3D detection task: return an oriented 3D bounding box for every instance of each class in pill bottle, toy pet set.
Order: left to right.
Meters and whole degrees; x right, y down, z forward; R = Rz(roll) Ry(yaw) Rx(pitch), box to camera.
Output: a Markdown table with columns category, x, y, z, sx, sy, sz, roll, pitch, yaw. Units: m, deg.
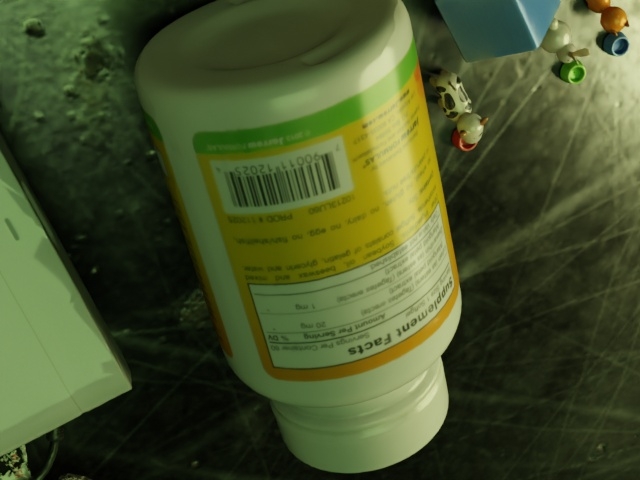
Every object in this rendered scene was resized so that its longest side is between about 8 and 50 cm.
| category | x | y | z | sx | sy | sz | roll | pitch | yaw |
| --- | --- | --- | --- | --- | --- | --- | --- | --- | --- |
| pill bottle | 0.000 | 0.000 | 0.620 | 0.136 | 0.136 | 0.246 | -20 | 122 | -9 |
| toy pet set | 0.118 | -0.109 | 0.644 | 0.122 | 0.065 | 0.114 | -33 | 123 | 0 |

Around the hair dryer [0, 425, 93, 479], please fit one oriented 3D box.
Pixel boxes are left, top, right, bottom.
| category | x | y | z | sx | sy | sz | roll | pitch | yaw |
| --- | --- | --- | --- | --- | --- | --- | --- | --- | --- |
| hair dryer | -0.226 | 0.178 | 0.684 | 0.223 | 0.080 | 0.294 | -10 | 108 | -8 |

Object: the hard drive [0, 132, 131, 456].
| category | x | y | z | sx | sy | sz | roll | pitch | yaw |
| --- | --- | --- | --- | --- | --- | --- | --- | --- | --- |
| hard drive | -0.277 | 0.055 | 0.577 | 0.307 | 0.040 | 0.203 | -27 | 105 | -5 |
